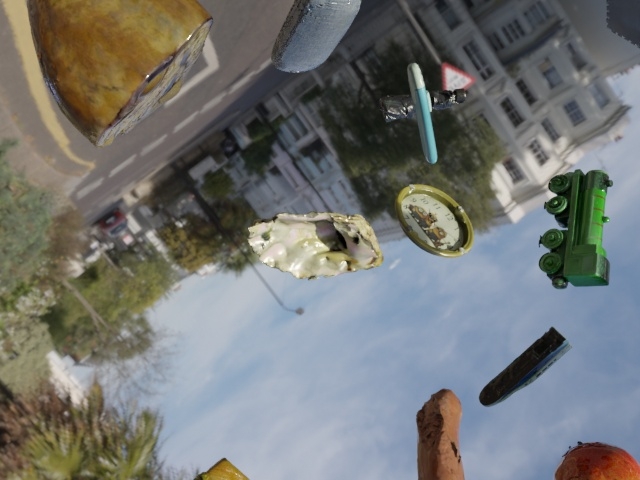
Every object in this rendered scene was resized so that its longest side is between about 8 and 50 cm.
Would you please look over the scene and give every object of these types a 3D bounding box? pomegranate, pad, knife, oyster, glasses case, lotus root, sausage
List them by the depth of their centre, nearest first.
[{"bbox_3d":[-0.245,-0.222,0.701,0.199,0.180,0.188,-55,-166,-19],"label":"lotus root"},{"bbox_3d":[-0.004,-0.006,0.925,0.209,0.132,0.072,-2,-137,-4],"label":"oyster"},{"bbox_3d":[0.187,0.350,0.943,0.079,0.087,0.326,-59,-166,33],"label":"sausage"},{"bbox_3d":[-0.015,-0.395,1.178,0.109,0.067,0.282,-3,170,-20],"label":"glasses case"},{"bbox_3d":[0.200,-0.240,1.202,0.031,0.222,0.064,-19,-139,2],"label":"knife"},{"bbox_3d":[0.728,-0.500,1.370,0.012,0.269,0.269,-38,147,2],"label":"pad"},{"bbox_3d":[0.635,0.570,1.401,0.210,0.210,0.235,-34,-143,18],"label":"pomegranate"}]

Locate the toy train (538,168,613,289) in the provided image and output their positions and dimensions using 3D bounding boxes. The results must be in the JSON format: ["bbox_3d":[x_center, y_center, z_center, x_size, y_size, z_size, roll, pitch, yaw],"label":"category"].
[{"bbox_3d":[0.491,-0.026,1.189,0.119,0.085,0.251,-7,-119,44],"label":"toy train"}]

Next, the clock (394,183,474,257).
[{"bbox_3d":[0.286,-0.042,1.615,0.237,0.237,0.057,-47,174,-45],"label":"clock"}]

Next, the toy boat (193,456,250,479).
[{"bbox_3d":[-0.164,0.481,1.170,0.089,0.229,0.088,21,-119,43],"label":"toy boat"}]

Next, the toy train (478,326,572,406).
[{"bbox_3d":[0.451,0.291,1.389,0.234,0.051,0.052,-44,-142,4],"label":"toy train"}]

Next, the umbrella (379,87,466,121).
[{"bbox_3d":[0.269,-0.359,1.640,0.224,0.071,0.080,-11,-132,1],"label":"umbrella"}]
